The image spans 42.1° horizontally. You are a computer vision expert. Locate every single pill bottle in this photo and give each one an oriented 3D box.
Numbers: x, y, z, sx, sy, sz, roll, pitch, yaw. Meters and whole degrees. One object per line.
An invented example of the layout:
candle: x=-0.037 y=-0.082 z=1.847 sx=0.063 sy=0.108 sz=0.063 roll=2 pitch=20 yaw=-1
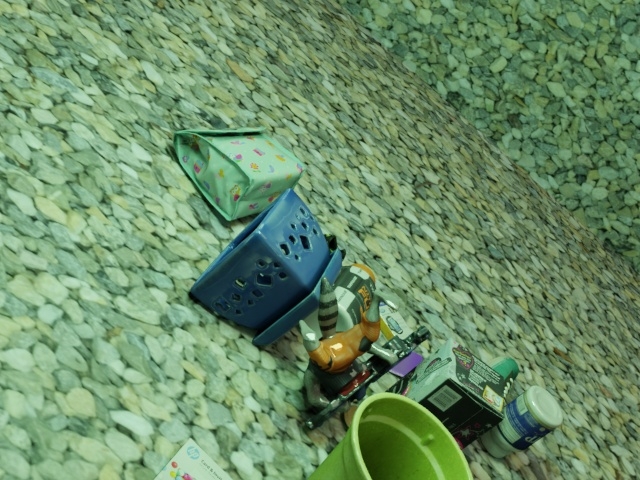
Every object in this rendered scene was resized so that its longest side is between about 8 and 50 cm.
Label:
pill bottle: x=0.481 y=0.445 z=2.012 sx=0.112 sy=0.187 sz=0.112 roll=29 pitch=34 yaw=-22
pill bottle: x=0.053 y=0.141 z=1.937 sx=0.130 sy=0.130 sz=0.246 roll=43 pitch=31 yaw=-1

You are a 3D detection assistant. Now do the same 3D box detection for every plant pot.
plant pot: x=0.090 y=0.455 z=1.486 sx=0.276 sy=0.254 sz=0.276 roll=29 pitch=35 yaw=-23
plant pot: x=-0.098 y=0.067 z=1.763 sx=0.212 sy=0.236 sz=0.236 roll=46 pitch=30 yaw=-8

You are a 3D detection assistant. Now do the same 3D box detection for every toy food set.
toy food set: x=0.082 y=0.390 z=1.778 sx=0.082 sy=0.020 sz=0.083 roll=-9 pitch=58 yaw=-53

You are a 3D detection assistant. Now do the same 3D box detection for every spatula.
spatula: x=0.282 y=0.351 z=2.042 sx=0.296 sy=0.030 sz=0.084 roll=35 pitch=46 yaw=-18

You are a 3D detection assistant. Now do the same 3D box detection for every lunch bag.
lunch bag: x=-0.205 y=-0.191 z=2.014 sx=0.262 sy=0.160 sz=0.223 roll=44 pitch=32 yaw=22

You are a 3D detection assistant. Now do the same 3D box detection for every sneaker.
sneaker: x=0.000 y=0.000 z=2.096 sx=0.170 sy=0.075 sz=0.063 roll=46 pitch=31 yaw=4
sneaker: x=0.400 y=0.387 z=1.992 sx=0.302 sy=0.108 sz=0.121 roll=-29 pitch=48 yaw=-36

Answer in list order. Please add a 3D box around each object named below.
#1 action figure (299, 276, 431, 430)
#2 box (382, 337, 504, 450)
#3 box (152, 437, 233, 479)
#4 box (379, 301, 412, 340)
action figure: x=0.069 y=0.209 z=1.706 sx=0.341 sy=0.330 sz=0.178 roll=-32 pitch=63 yaw=-27
box: x=0.253 y=0.357 z=1.795 sx=0.163 sy=0.247 sz=0.142 roll=37 pitch=30 yaw=-12
box: x=-0.217 y=0.435 z=1.364 sx=0.145 sy=0.038 sz=0.186 roll=45 pitch=30 yaw=1
box: x=0.182 y=0.213 z=2.100 sx=0.081 sy=0.028 sz=0.136 roll=-6 pitch=55 yaw=-52
